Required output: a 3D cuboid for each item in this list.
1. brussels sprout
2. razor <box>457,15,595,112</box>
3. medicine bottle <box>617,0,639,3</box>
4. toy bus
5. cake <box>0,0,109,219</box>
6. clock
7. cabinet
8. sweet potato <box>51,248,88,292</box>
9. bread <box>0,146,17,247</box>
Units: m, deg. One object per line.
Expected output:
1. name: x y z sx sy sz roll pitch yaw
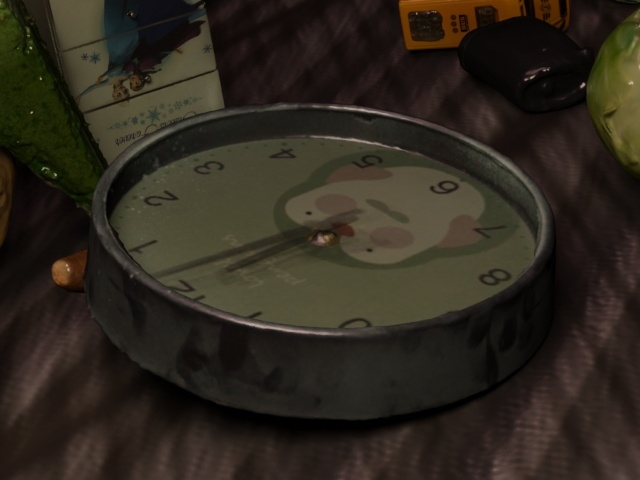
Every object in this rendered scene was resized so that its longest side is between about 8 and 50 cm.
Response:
1. brussels sprout: 0.270 -0.095 1.159 0.151 0.122 0.149 39 50 12
2. razor: 0.186 -0.162 1.398 0.090 0.054 0.148 -18 26 -9
3. medicine bottle: 0.325 -0.339 1.650 0.124 0.124 0.239 -6 25 7
4. toy bus: 0.162 -0.227 1.525 0.162 0.069 0.074 -2 27 18
5. cake: -0.205 -0.103 1.197 0.099 0.235 0.100 -44 30 9
6. clock: 0.001 0.001 1.035 0.319 0.066 0.319 2 32 -1
7. cabinet: -0.191 -0.181 1.391 0.145 0.206 0.150 -22 28 -24
8. sweet potato: -0.075 -0.014 1.173 0.314 0.066 0.072 -27 71 -38
9. bread: -0.351 -0.026 1.215 0.244 0.134 0.244 -5 25 2
